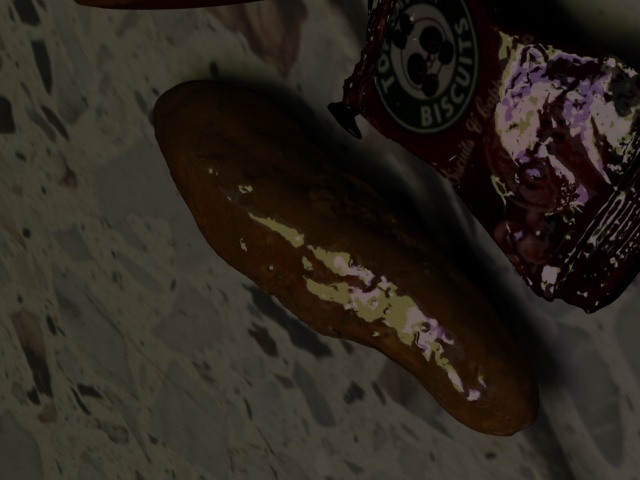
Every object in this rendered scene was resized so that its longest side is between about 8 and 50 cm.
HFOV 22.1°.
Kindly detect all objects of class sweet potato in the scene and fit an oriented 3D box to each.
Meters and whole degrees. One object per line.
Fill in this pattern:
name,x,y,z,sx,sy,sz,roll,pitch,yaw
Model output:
sweet potato,-0.008,-0.007,0.989,0.354,0.095,0.106,40,179,30

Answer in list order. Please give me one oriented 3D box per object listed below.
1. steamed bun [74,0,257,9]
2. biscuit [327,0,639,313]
steamed bun,0.019,-0.233,0.692,0.379,0.248,0.235,2,112,61
biscuit,0.092,-0.075,0.863,0.235,0.063,0.151,45,129,27
